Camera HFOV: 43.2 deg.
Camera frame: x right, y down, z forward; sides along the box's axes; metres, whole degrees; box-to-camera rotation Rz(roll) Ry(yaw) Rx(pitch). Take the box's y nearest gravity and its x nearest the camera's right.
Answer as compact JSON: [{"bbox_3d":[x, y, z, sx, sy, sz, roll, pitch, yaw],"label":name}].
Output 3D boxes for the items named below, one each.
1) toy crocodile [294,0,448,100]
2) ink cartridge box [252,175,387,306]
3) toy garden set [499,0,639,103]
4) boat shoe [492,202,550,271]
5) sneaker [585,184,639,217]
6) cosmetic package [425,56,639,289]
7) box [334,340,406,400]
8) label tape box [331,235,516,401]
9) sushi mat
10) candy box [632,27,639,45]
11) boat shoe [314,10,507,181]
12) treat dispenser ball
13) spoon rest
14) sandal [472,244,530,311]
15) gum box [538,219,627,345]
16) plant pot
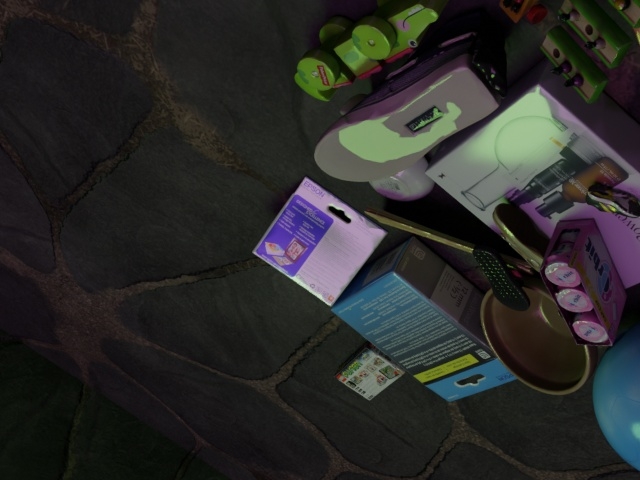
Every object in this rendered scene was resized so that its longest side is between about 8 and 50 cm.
[{"bbox_3d":[0.072,-0.302,1.250,0.105,0.115,0.341,44,145,-23],"label":"toy crocodile"},{"bbox_3d":[0.000,0.000,1.670,0.206,0.045,0.208,35,111,-3],"label":"ink cartridge box"},{"bbox_3d":[0.314,-0.318,1.006,0.203,0.049,0.244,59,158,25],"label":"toy garden set"},{"bbox_3d":[0.326,-0.001,1.310,0.153,0.056,0.048,36,146,-21],"label":"boat shoe"},{"bbox_3d":[0.430,-0.055,1.192,0.083,0.031,0.035,28,156,11],"label":"sneaker"},{"bbox_3d":[0.399,-0.080,1.287,0.377,0.097,0.284,38,146,-9],"label":"cosmetic package"},{"bbox_3d":[0.123,0.319,1.992,0.114,0.036,0.207,34,144,-3],"label":"box"},{"bbox_3d":[0.231,0.174,1.687,0.348,0.115,0.249,38,144,-11],"label":"label tape box"},{"bbox_3d":[0.242,0.002,1.490,0.317,0.019,0.151,20,179,16],"label":"sushi mat"},{"bbox_3d":[0.457,-0.247,1.037,0.053,0.109,0.186,-11,126,42],"label":"candy box"},{"bbox_3d":[0.141,-0.215,1.237,0.341,0.158,0.127,-22,126,38],"label":"boat shoe"},{"bbox_3d":[0.613,0.266,1.370,0.288,0.288,0.288,20,142,16],"label":"treat dispenser ball"},{"bbox_3d":[0.119,-0.163,1.423,0.137,0.084,0.276,9,151,30],"label":"spoon rest"},{"bbox_3d":[0.320,0.061,1.399,0.067,0.040,0.179,6,143,45],"label":"sandal"},{"bbox_3d":[0.414,0.064,1.273,0.062,0.107,0.188,-5,132,41],"label":"gum box"},{"bbox_3d":[0.423,0.158,1.498,0.237,0.110,0.237,35,141,35],"label":"plant pot"}]
